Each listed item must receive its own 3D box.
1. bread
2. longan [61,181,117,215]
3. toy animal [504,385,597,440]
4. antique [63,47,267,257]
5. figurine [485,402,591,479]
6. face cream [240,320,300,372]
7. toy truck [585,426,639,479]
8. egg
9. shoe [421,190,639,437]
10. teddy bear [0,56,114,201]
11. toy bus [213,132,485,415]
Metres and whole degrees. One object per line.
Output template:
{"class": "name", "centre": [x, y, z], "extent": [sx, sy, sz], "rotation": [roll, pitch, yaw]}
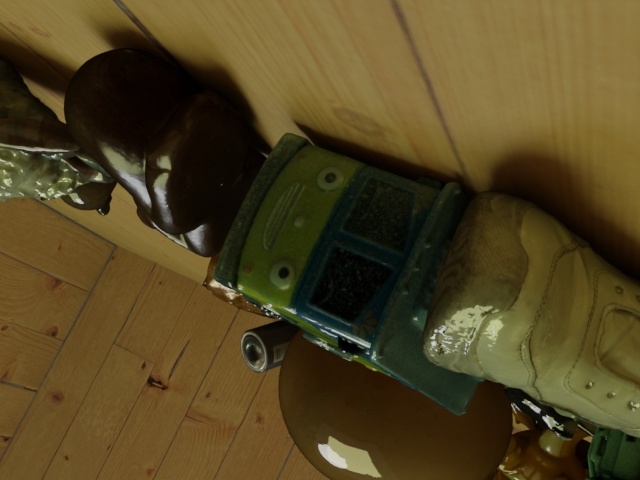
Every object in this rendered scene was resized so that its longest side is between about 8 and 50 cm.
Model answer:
{"class": "bread", "centre": [-0.085, 0.060, 1.290], "extent": [0.134, 0.129, 0.260], "rotation": [23, 172, 11]}
{"class": "longan", "centre": [-0.363, -0.094, 1.247], "extent": [0.106, 0.106, 0.119], "rotation": [15, 141, 50]}
{"class": "toy animal", "centre": [0.353, 0.225, 1.124], "extent": [0.225, 0.093, 0.121], "rotation": [20, -176, -26]}
{"class": "antique", "centre": [-0.139, -0.076, 0.725], "extent": [0.143, 0.121, 0.257], "rotation": [31, 172, 16]}
{"class": "figurine", "centre": [0.483, 0.466, 1.572], "extent": [0.401, 0.268, 0.387], "rotation": [15, 164, 30]}
{"class": "face cream", "centre": [-0.005, 0.154, 1.370], "extent": [0.284, 0.073, 0.073], "rotation": [-13, -160, -40]}
{"class": "toy truck", "centre": [0.384, 0.207, 0.721], "extent": [0.156, 0.155, 0.279], "rotation": [30, 166, -38]}
{"class": "egg", "centre": [0.117, 0.247, 1.226], "extent": [0.374, 0.301, 0.301], "rotation": [24, 171, -3]}
{"class": "shoe", "centre": [0.208, 0.069, 0.588], "extent": [0.211, 0.132, 0.342], "rotation": [17, 171, 27]}
{"class": "teddy bear", "centre": [-0.439, -0.187, 0.972], "extent": [0.362, 0.375, 0.327], "rotation": [-21, 154, 13]}
{"class": "toy bus", "centre": [0.058, 0.043, 0.738], "extent": [0.190, 0.152, 0.312], "rotation": [22, 170, 28]}
